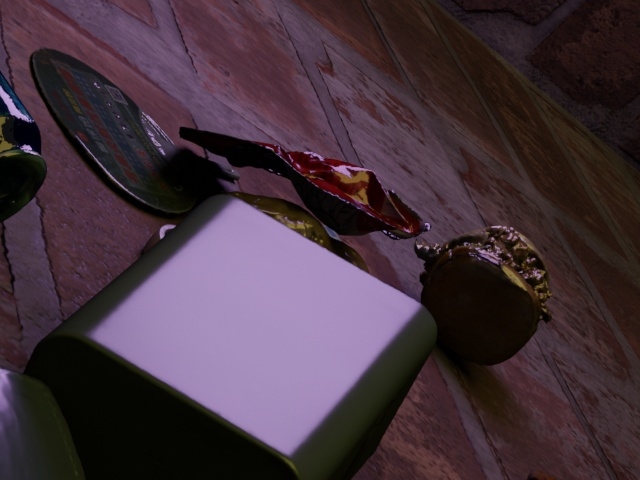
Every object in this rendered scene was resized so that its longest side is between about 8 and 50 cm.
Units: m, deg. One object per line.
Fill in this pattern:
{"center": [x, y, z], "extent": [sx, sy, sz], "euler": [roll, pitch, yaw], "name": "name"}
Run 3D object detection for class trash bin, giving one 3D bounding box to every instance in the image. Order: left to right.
{"center": [-0.071, 0.117, 1.243], "extent": [0.223, 0.158, 0.343], "euler": [30, 21, 6], "name": "trash bin"}

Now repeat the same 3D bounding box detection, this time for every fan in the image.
{"center": [-0.197, -0.118, 1.753], "extent": [0.223, 0.012, 0.294], "euler": [45, 17, 1], "name": "fan"}

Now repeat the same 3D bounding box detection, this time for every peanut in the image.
{"center": [-0.029, 0.017, 1.732], "extent": [0.214, 0.099, 0.099], "euler": [40, 18, -40], "name": "peanut"}

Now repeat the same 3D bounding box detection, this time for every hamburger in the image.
{"center": [0.185, 0.054, 2.033], "extent": [0.185, 0.159, 0.131], "euler": [35, 33, -6], "name": "hamburger"}

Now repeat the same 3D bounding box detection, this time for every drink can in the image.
{"center": [-0.299, -0.108, 1.314], "extent": [0.205, 0.118, 0.118], "euler": [54, 19, 22], "name": "drink can"}

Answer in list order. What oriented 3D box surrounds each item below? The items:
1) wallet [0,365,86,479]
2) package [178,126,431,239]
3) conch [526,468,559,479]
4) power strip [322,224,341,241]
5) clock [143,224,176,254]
{"center": [-0.181, 0.208, 0.928], "extent": [0.252, 0.083, 0.360], "euler": [22, 38, -56], "name": "wallet"}
{"center": [-0.014, -0.063, 1.767], "extent": [0.269, 0.071, 0.194], "euler": [28, -10, 1], "name": "package"}
{"center": [0.276, 0.316, 1.803], "extent": [0.080, 0.086, 0.233], "euler": [-21, 47, -29], "name": "conch"}
{"center": [0.000, 0.000, 1.939], "extent": [0.040, 0.016, 0.090], "euler": [54, 18, 19], "name": "power strip"}
{"center": [-0.113, 0.016, 1.602], "extent": [0.087, 0.041, 0.129], "euler": [43, 23, 1], "name": "clock"}
